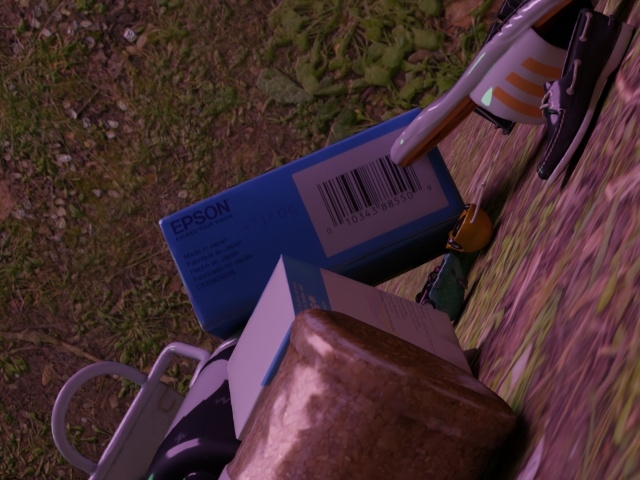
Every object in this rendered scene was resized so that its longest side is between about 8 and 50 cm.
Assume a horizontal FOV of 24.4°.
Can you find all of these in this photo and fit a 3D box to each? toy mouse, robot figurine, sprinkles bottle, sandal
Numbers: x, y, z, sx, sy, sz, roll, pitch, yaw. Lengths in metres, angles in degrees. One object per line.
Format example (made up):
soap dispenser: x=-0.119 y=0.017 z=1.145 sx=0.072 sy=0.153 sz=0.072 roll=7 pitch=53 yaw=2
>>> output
toy mouse: x=0.101 y=0.042 z=1.213 sx=0.143 sy=0.031 sz=0.161 roll=-64 pitch=-1 yaw=-18
robot figurine: x=-0.049 y=0.184 z=1.248 sx=0.209 sy=0.173 sz=0.278 roll=-27 pitch=21 yaw=29
sprinkles bottle: x=-0.034 y=0.213 z=0.720 sx=0.355 sy=0.121 sz=0.121 roll=-64 pitch=0 yaw=3
sandal: x=0.154 y=-0.119 z=1.145 sx=0.102 sy=0.076 sz=0.265 roll=-38 pitch=-6 yaw=-42

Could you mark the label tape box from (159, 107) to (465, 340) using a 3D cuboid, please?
label tape box: x=0.000 y=0.000 z=1.418 sx=0.249 sy=0.115 sz=0.347 roll=-24 pitch=-5 yaw=0

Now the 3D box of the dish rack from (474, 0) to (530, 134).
dish rack: x=0.210 y=-0.218 z=1.420 sx=0.271 sy=0.074 sz=0.208 roll=150 pitch=145 yaw=-87

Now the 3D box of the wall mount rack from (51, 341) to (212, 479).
wall mount rack: x=-0.128 y=0.282 z=1.478 sx=0.130 sy=0.350 sz=0.304 roll=11 pitch=70 yaw=54

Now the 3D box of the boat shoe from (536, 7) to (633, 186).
boat shoe: x=0.163 y=-0.095 z=0.966 sx=0.125 sy=0.038 sz=0.046 roll=-64 pitch=0 yaw=-12

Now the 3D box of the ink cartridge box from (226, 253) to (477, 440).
ink cartridge box: x=0.025 y=0.088 z=0.942 sx=0.090 sy=0.143 sz=0.092 roll=-105 pitch=37 yaw=-63
